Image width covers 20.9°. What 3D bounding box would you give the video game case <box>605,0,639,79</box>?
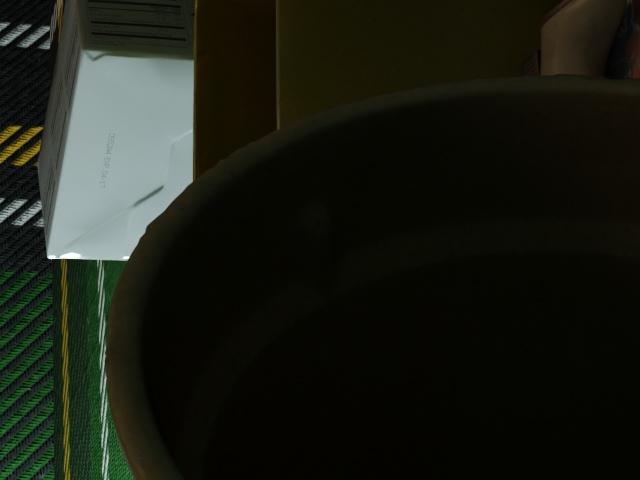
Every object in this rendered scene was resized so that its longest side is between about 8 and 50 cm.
[{"bbox_3d":[0.176,-0.088,0.862,0.201,0.023,0.183,176,97,-74],"label":"video game case"}]

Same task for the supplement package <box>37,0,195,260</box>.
[{"bbox_3d":[-0.154,-0.120,1.683,0.145,0.204,0.262,-104,23,-43],"label":"supplement package"}]

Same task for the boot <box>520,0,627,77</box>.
[{"bbox_3d":[0.136,-0.071,0.901,0.118,0.042,0.087,123,140,-64],"label":"boot"}]

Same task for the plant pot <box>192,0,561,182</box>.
[{"bbox_3d":[0.035,-0.081,1.053,0.212,0.187,0.212,145,126,-69],"label":"plant pot"}]

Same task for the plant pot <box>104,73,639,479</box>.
[{"bbox_3d":[0.096,0.151,0.651,0.334,0.333,0.305,-110,17,-54],"label":"plant pot"}]
